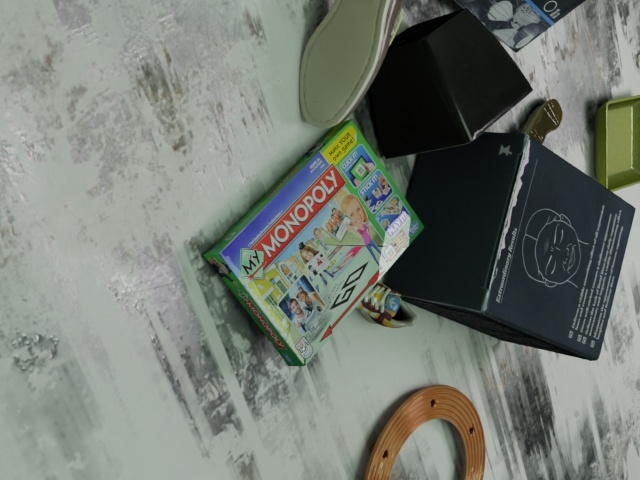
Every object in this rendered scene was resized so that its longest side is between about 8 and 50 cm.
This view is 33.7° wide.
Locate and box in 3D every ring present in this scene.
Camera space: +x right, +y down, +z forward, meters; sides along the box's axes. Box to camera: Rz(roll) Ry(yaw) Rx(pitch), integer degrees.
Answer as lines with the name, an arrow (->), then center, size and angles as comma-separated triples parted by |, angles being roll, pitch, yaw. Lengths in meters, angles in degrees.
ring -> 0.180, 0.417, 1.850 | 0.337, 0.032, 0.336 | -10, 104, -44

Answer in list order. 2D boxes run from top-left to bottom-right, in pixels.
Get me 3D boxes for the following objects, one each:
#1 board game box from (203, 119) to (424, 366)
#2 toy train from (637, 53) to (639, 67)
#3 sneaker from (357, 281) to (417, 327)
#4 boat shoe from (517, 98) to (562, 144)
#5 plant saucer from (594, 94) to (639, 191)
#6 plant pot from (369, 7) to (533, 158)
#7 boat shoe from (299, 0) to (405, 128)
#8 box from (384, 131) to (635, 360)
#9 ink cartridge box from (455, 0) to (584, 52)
board game box -> 0.000, 0.000, 1.554 | 0.317, 0.046, 0.213 | -48, 113, -30
toy train -> 0.751, -0.371, 2.303 | 0.166, 0.046, 0.125 | 45, 64, -40
sneaker -> 0.080, 0.084, 1.655 | 0.185, 0.084, 0.069 | 32, 73, -44
boat shoe -> 0.406, -0.214, 1.981 | 0.056, 0.048, 0.153 | 54, 52, -22
plant saucer -> 0.624, -0.206, 2.199 | 0.188, 0.045, 0.188 | -16, 107, -44
plant pot -> 0.185, -0.253, 1.654 | 0.188, 0.187, 0.167 | -38, 110, -35
boat shoe -> 0.061, -0.317, 1.542 | 0.097, 0.117, 0.324 | -6, 115, -63
box -> 0.334, 0.014, 1.815 | 0.395, 0.212, 0.293 | 24, 80, -46
ink cartridge box -> 0.294, -0.446, 1.742 | 0.333, 0.165, 0.065 | 26, 38, -43
